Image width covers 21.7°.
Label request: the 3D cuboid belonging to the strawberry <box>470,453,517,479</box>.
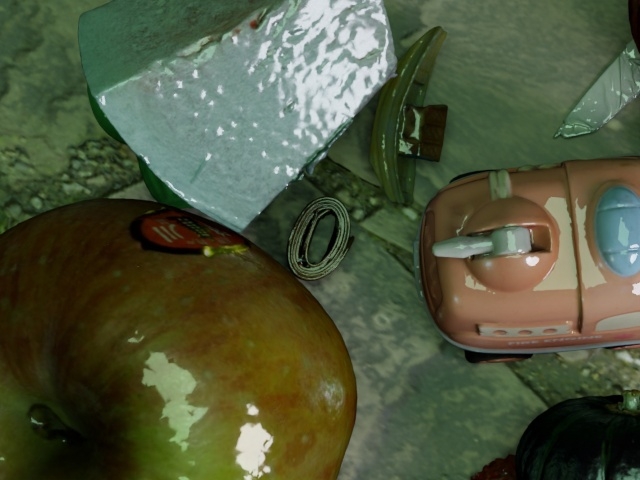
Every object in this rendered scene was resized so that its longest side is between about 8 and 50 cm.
[{"bbox_3d":[0.149,0.298,1.524,0.192,0.085,0.140,-39,80,-4],"label":"strawberry"}]

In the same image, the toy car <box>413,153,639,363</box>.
[{"bbox_3d":[0.217,0.009,1.488,0.270,0.212,0.180,-6,82,5],"label":"toy car"}]

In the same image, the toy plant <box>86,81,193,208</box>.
[{"bbox_3d":[-0.146,-0.146,1.589,0.154,0.088,0.240,-28,89,-19],"label":"toy plant"}]

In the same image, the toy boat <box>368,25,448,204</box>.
[{"bbox_3d":[0.089,-0.119,1.589,0.066,0.065,0.172,9,88,18],"label":"toy boat"}]

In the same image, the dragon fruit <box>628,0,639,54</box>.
[{"bbox_3d":[0.424,-0.197,1.456,0.302,0.295,0.295,23,83,-35],"label":"dragon fruit"}]

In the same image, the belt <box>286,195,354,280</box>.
[{"bbox_3d":[0.000,0.000,1.594,0.059,0.036,0.083,22,85,-1],"label":"belt"}]

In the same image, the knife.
[{"bbox_3d":[0.336,-0.198,1.609,0.298,0.017,0.047,-45,80,1],"label":"knife"}]

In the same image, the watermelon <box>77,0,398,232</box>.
[{"bbox_3d":[-0.033,-0.174,1.446,0.258,0.387,0.228,-34,93,39],"label":"watermelon"}]

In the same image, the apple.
[{"bbox_3d":[-0.161,0.157,1.449,0.400,0.333,0.400,-1,88,21],"label":"apple"}]

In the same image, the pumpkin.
[{"bbox_3d":[0.273,0.201,1.472,0.202,0.202,0.140,3,101,4],"label":"pumpkin"}]
